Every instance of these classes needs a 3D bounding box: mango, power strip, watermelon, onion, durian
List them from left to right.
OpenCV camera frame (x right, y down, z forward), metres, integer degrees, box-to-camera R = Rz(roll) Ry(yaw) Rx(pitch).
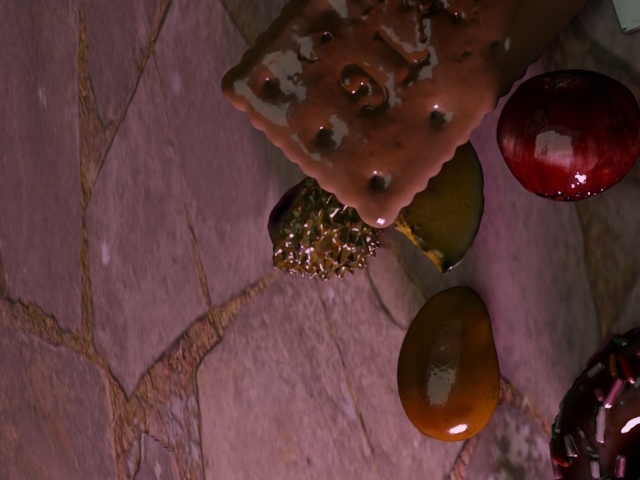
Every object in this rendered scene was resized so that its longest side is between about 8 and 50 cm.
[{"bbox_3d":[-0.003,0.001,0.896,0.119,0.108,0.186,33,134,12],"label":"durian"},{"bbox_3d":[0.066,-0.098,0.831,0.301,0.129,0.123,49,126,16],"label":"watermelon"},{"bbox_3d":[0.135,0.133,0.853,0.111,0.089,0.163,-11,82,26],"label":"mango"},{"bbox_3d":[0.223,-0.096,0.714,0.131,0.131,0.131,7,103,35],"label":"onion"},{"bbox_3d":[0.281,-0.232,0.719,0.040,0.016,0.090,-20,87,36],"label":"power strip"}]

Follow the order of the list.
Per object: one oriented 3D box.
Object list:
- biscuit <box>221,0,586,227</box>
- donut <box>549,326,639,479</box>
[{"bbox_3d":[0.083,-0.191,0.727,0.217,0.044,0.325,43,98,-1],"label":"biscuit"},{"bbox_3d":[0.333,0.202,0.709,0.270,0.103,0.269,9,106,36],"label":"donut"}]
